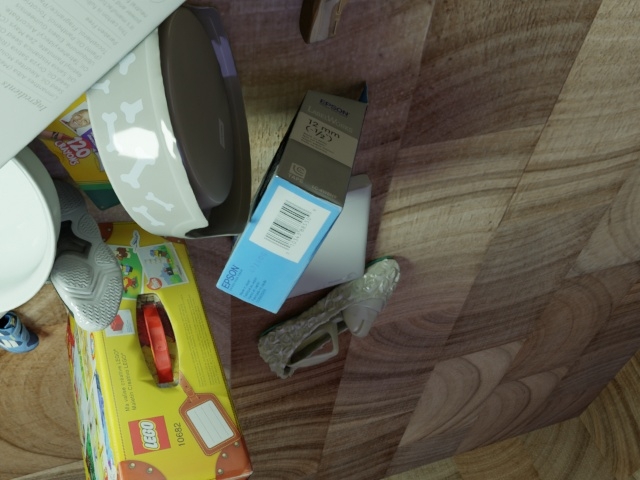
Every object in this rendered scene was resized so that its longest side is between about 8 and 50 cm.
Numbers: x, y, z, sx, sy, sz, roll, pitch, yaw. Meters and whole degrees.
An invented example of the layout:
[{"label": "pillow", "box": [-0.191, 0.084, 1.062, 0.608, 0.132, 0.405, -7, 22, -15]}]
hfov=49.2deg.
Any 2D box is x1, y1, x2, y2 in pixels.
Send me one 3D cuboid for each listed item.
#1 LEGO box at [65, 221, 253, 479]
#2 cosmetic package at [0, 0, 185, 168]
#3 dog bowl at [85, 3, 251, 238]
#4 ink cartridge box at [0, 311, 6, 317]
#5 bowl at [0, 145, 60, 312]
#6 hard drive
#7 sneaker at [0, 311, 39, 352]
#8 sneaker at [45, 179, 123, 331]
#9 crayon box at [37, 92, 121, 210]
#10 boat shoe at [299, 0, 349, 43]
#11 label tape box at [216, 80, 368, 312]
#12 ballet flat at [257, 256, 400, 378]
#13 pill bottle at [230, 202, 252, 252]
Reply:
[{"label": "LEGO box", "box": [-0.313, 0.274, 1.234, 0.193, 0.500, 0.373, -4, 140, -26]}, {"label": "cosmetic package", "box": [-0.379, -0.216, 0.721, 0.453, 0.230, 0.161, -40, 152, 7]}, {"label": "dog bowl", "box": [-0.182, -0.163, 0.891, 0.102, 0.349, 0.349, -7, 146, 9]}, {"label": "ink cartridge box", "box": [-0.693, 0.179, 1.124, 0.324, 0.071, 0.330, -36, 175, 23]}, {"label": "bowl", "box": [-0.484, -0.054, 0.975, 0.297, 0.134, 0.298, 3, 118, 6]}, {"label": "hard drive", "box": [0.000, 0.000, 1.454, 0.202, 0.040, 0.308, -15, 144, -11]}, {"label": "sneaker", "box": [-0.591, 0.173, 1.334, 0.059, 0.053, 0.144, -36, 144, 14]}, {"label": "sneaker", "box": [-0.399, 0.046, 1.101, 0.101, 0.269, 0.153, -8, 150, -41]}, {"label": "crayon box", "box": [-0.311, -0.177, 1.006, 0.165, 0.081, 0.278, -23, 145, 0]}, {"label": "boat shoe", "box": [0.016, -0.352, 0.984, 0.059, 0.063, 0.170, -10, 152, -22]}, {"label": "label tape box", "box": [-0.035, -0.095, 1.119, 0.115, 0.348, 0.249, 24, 131, -10]}, {"label": "ballet flat", "box": [0.038, 0.200, 1.660, 0.408, 0.147, 0.147, -34, 144, 14]}, {"label": "pill bottle", "box": [-0.130, -0.014, 1.336, 0.067, 0.067, 0.120, -5, 141, -24]}]
